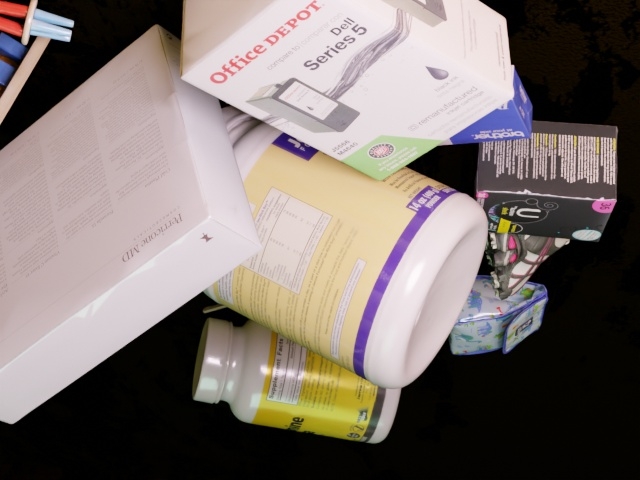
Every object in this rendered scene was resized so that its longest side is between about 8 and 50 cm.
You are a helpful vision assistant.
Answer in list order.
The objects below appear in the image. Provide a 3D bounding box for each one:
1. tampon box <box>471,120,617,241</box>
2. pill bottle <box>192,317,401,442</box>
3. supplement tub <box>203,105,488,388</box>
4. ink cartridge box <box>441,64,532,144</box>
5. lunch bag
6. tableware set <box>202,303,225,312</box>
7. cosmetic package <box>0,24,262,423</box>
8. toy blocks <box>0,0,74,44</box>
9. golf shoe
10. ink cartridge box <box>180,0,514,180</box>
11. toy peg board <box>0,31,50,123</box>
[{"bbox_3d":[0.263,-0.071,1.553,0.161,0.101,0.120,5,157,4],"label":"tampon box"},{"bbox_3d":[-0.042,0.229,2.223,0.334,0.188,0.188,11,156,-9],"label":"pill bottle"},{"bbox_3d":[0.000,0.000,1.515,0.331,0.241,0.241,26,162,18],"label":"supplement tub"},{"bbox_3d":[0.129,-0.148,1.484,0.207,0.046,0.097,-3,156,21],"label":"ink cartridge box"},{"bbox_3d":[0.269,0.113,2.001,0.151,0.096,0.129,-9,153,0],"label":"lunch bag"},{"bbox_3d":[-0.090,0.034,1.900,0.194,0.128,0.039,-17,118,42],"label":"tableware set"},{"bbox_3d":[-0.260,-0.015,1.436,0.377,0.284,0.097,-34,139,21],"label":"cosmetic package"},{"bbox_3d":[-0.328,-0.253,1.359,0.148,0.054,0.123,12,157,-13],"label":"toy blocks"},{"bbox_3d":[0.276,0.006,1.734,0.120,0.105,0.273,-13,164,1],"label":"golf shoe"},{"bbox_3d":[0.025,-0.192,1.292,0.273,0.115,0.198,24,141,-34],"label":"ink cartridge box"},{"bbox_3d":[-0.395,-0.159,1.479,0.079,0.161,0.160,31,150,-16],"label":"toy peg board"}]
